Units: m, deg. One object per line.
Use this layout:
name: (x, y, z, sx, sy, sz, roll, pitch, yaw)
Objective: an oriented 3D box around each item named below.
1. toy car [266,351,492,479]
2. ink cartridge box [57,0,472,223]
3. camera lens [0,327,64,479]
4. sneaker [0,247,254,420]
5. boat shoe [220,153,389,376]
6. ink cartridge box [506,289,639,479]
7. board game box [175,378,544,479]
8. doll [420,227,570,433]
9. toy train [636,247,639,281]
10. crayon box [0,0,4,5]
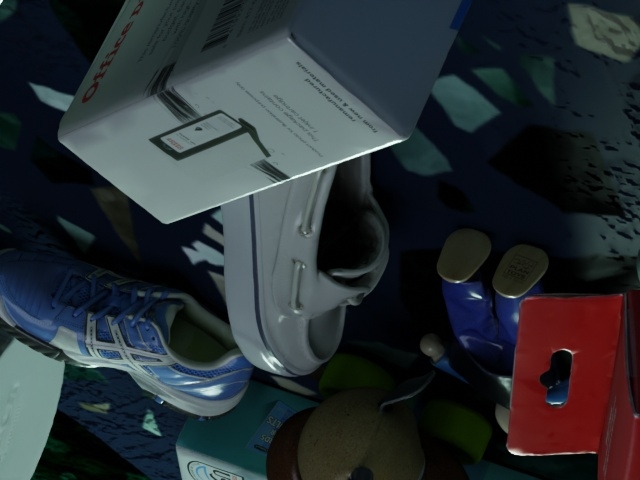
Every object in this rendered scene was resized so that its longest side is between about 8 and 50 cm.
toy car: (0.042, 0.149, 1.306, 0.149, 0.155, 0.188, 25, 160, 1)
ink cartridge box: (-0.024, -0.106, 1.006, 0.086, 0.148, 0.203, 39, 148, -25)
camera lens: (-0.359, 0.104, 1.506, 0.274, 0.219, 0.219, 19, 149, 12)
sneaker: (-0.139, 0.052, 1.414, 0.211, 0.080, 0.081, 22, 144, -13)
boat shoe: (0.000, 0.000, 1.211, 0.088, 0.096, 0.267, 20, 141, 20)
ink cartridge box: (0.207, 0.094, 0.940, 0.231, 0.078, 0.134, 1, 138, 3)
board game box: (0.064, 0.242, 1.537, 0.336, 0.079, 0.254, 18, 149, 14)
doll: (0.123, 0.072, 1.266, 0.129, 0.046, 0.189, 16, 148, 22)
toy train: (0.276, 0.033, 1.021, 0.190, 0.142, 0.334, -2, 139, 20)
crayon box: (-0.325, -0.199, 1.101, 0.313, 0.106, 0.363, 33, 143, -13)
